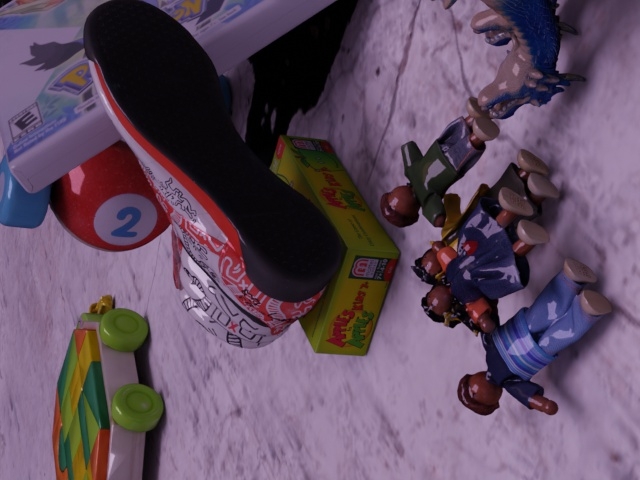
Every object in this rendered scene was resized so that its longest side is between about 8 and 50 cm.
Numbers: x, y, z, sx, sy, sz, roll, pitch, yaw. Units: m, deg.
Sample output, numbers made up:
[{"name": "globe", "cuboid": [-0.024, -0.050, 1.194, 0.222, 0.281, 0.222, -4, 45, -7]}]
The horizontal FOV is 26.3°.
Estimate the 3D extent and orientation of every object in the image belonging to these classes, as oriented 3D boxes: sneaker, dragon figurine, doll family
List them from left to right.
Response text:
[{"name": "sneaker", "cuboid": [-0.100, -0.041, 1.021, 0.270, 0.090, 0.145, 51, 147, 12]}, {"name": "doll family", "cuboid": [0.093, 0.015, 0.794, 0.111, 0.076, 0.193, -47, 36, 31]}, {"name": "dragon figurine", "cuboid": [0.139, -0.178, 0.697, 0.289, 0.144, 0.085, -50, 53, 39]}]

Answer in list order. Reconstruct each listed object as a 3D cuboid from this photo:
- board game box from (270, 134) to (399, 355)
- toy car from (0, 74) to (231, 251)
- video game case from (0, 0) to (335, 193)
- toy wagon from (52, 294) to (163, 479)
[{"name": "board game box", "cuboid": [0.000, 0.000, 1.064, 0.181, 0.043, 0.092, -120, 41, -54]}, {"name": "toy car", "cuboid": [-0.167, -0.111, 1.262, 0.238, 0.219, 0.210, 150, 122, -62]}, {"name": "video game case", "cuboid": [-0.138, -0.206, 1.171, 0.036, 0.329, 0.300, 56, -177, -36]}, {"name": "toy wagon", "cuboid": [-0.265, 0.203, 1.620, 0.344, 0.068, 0.267, -109, 33, -45]}]
